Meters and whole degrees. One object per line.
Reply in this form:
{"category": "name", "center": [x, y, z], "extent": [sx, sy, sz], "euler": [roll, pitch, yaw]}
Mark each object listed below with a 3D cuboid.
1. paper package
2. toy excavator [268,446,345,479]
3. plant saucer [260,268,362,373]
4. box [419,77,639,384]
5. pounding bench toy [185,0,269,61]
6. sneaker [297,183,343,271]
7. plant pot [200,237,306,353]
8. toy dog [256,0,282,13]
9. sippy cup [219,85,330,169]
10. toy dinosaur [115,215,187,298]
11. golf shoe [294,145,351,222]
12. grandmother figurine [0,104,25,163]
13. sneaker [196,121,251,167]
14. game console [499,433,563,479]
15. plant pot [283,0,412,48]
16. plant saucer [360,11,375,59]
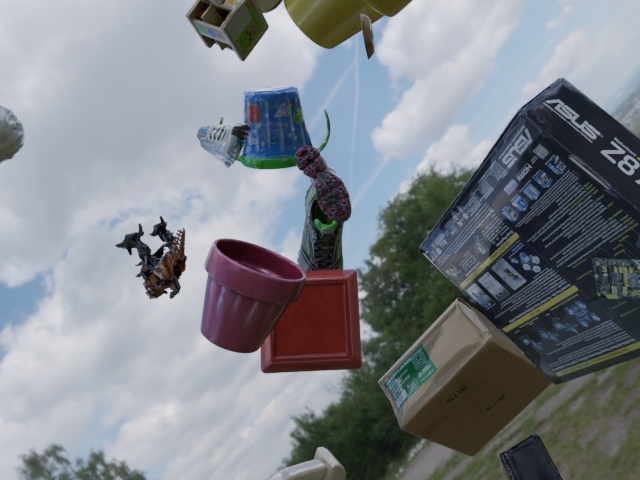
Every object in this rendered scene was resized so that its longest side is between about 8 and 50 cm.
{"category": "paper package", "center": [0.371, 0.355, 1.378], "extent": [0.324, 0.310, 0.168], "euler": [-51, 30, 15]}
{"category": "toy excavator", "center": [-0.183, 0.689, 1.314], "extent": [0.433, 0.222, 0.445], "euler": [36, -91, -41]}
{"category": "plant saucer", "center": [-0.028, 0.202, 1.367], "extent": [0.259, 0.258, 0.047], "euler": [-2, -11, -1]}
{"category": "box", "center": [0.327, 0.022, 0.741], "extent": [0.097, 0.318, 0.395], "euler": [-37, -16, -21]}
{"category": "pounding bench toy", "center": [-0.108, -0.246, 0.574], "extent": [0.052, 0.065, 0.083], "euler": [-57, -25, -10]}
{"category": "sneaker", "center": [0.000, 0.000, 1.496], "extent": [0.146, 0.134, 0.343], "euler": [-117, 25, -84]}
{"category": "plant pot", "center": [-0.150, 0.116, 1.076], "extent": [0.180, 0.201, 0.201], "euler": [-68, -18, 10]}
{"category": "toy dog", "center": [-0.205, -0.733, 1.276], "extent": [0.396, 0.407, 0.285], "euler": [-23, 1, 33]}
{"category": "sippy cup", "center": [-0.142, -0.357, 1.663], "extent": [0.306, 0.240, 0.223], "euler": [-21, -62, -35]}
{"category": "toy dinosaur", "center": [-0.469, 0.054, 1.623], "extent": [0.322, 0.218, 0.164], "euler": [-39, -10, 22]}
{"category": "golf shoe", "center": [0.018, -0.117, 1.141], "extent": [0.068, 0.186, 0.086], "euler": [-32, -18, 12]}
{"category": "grandmother figurine", "center": [-0.608, -0.150, 0.753], "extent": [0.343, 0.104, 0.208], "euler": [-5, -23, -20]}
{"category": "sneaker", "center": [-0.181, -0.179, 0.964], "extent": [0.071, 0.083, 0.191], "euler": [-65, 16, -11]}
{"category": "game console", "center": [0.349, 0.397, 0.870], "extent": [0.071, 0.122, 0.107], "euler": [-22, -44, 5]}
{"category": "plant pot", "center": [0.054, -0.567, 1.195], "extent": [0.239, 0.254, 0.254], "euler": [-36, -5, 32]}
{"category": "plant saucer", "center": [0.087, -0.371, 0.973], "extent": [0.015, 0.083, 0.083], "euler": [-8, -9, 11]}
